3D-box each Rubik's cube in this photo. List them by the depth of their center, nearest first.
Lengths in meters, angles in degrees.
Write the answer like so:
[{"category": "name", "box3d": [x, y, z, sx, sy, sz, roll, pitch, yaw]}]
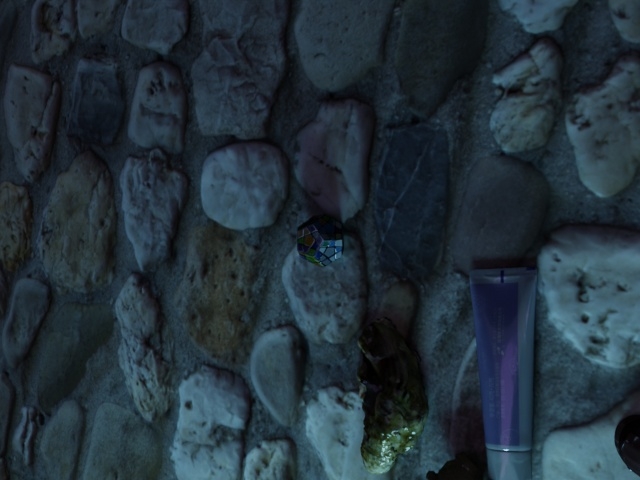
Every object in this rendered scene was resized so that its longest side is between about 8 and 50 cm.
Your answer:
[{"category": "Rubik's cube", "box3d": [0.000, 0.000, 1.452, 0.111, 0.111, 0.093, -59, 36, 18]}]

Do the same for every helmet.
[{"category": "helmet", "box3d": [0.527, 0.338, 1.134, 0.123, 0.070, 0.098, 27, 105, 28]}]

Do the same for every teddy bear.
[{"category": "teddy bear", "box3d": [0.285, 0.505, 1.254, 0.182, 0.129, 0.251, -26, 68, -7]}]

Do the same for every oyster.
[{"category": "oyster", "box3d": [0.118, 0.300, 1.387, 0.166, 0.094, 0.294, -26, 70, 38]}]

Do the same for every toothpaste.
[{"category": "toothpaste", "box3d": [0.330, 0.232, 1.260, 0.125, 0.080, 0.371, -6, 82, 33]}]
